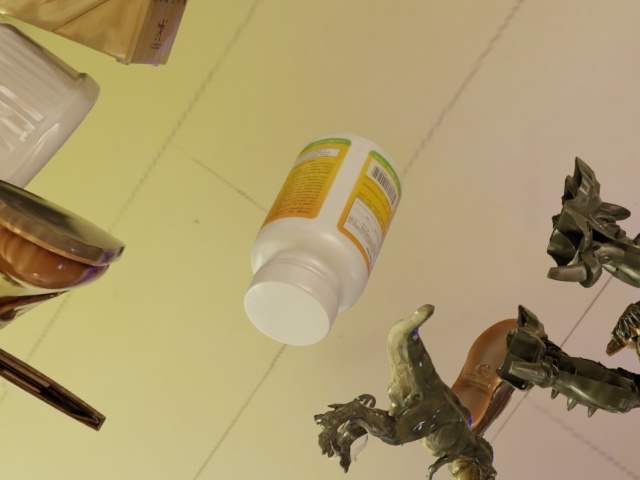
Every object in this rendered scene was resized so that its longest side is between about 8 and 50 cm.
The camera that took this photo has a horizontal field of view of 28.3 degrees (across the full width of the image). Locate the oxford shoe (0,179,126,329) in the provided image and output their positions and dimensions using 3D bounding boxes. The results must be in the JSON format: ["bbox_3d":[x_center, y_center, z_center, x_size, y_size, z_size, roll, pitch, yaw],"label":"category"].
[{"bbox_3d":[-0.142,0.014,0.575,0.076,0.212,0.076,29,80,-17],"label":"oxford shoe"}]

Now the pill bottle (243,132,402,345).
[{"bbox_3d":[0.000,0.000,1.457,0.136,0.246,0.136,12,135,13],"label":"pill bottle"}]

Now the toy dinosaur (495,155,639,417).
[{"bbox_3d":[0.247,0.057,0.846,0.218,0.322,0.164,20,92,5],"label":"toy dinosaur"}]

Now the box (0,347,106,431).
[{"bbox_3d":[-0.304,0.102,1.111,0.201,0.164,0.021,17,73,33],"label":"box"}]

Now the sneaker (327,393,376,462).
[{"bbox_3d":[0.051,0.263,1.769,0.043,0.040,0.109,24,105,-20],"label":"sneaker"}]

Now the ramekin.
[{"bbox_3d":[-0.357,-0.102,1.278,0.273,0.273,0.127,-42,109,12],"label":"ramekin"}]

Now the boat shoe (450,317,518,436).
[{"bbox_3d":[0.205,0.183,1.595,0.073,0.207,0.073,26,141,24],"label":"boat shoe"}]

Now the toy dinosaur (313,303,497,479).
[{"bbox_3d":[0.059,0.134,0.968,0.118,0.268,0.064,-21,50,5],"label":"toy dinosaur"}]

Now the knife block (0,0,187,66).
[{"bbox_3d":[-0.188,-0.304,1.232,0.275,0.088,0.242,22,102,14],"label":"knife block"}]
